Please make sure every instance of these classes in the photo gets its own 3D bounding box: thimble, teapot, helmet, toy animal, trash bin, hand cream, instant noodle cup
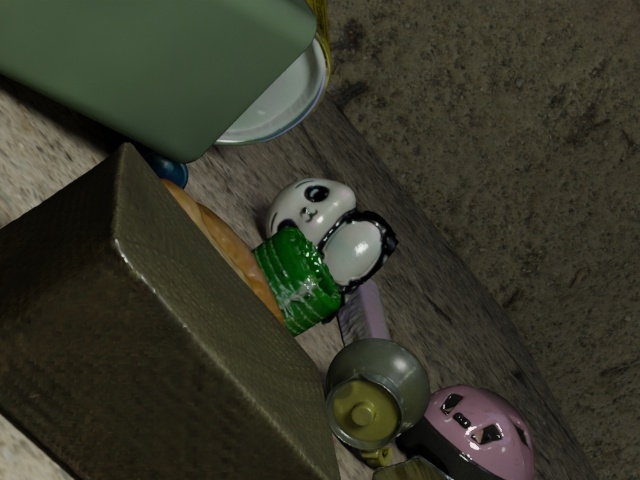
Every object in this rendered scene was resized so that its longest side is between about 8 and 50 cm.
[{"bbox_3d":[-0.037,0.053,1.529,0.118,0.090,0.130,52,11,-23],"label":"thimble"},{"bbox_3d":[0.067,0.203,1.491,0.119,0.130,0.165,-50,138,-64],"label":"teapot"},{"bbox_3d":[0.223,0.285,1.731,0.198,0.154,0.253,40,13,31],"label":"helmet"},{"bbox_3d":[0.000,0.000,1.739,0.179,0.166,0.138,43,-11,-1],"label":"toy animal"},{"bbox_3d":[-0.201,-0.236,1.192,0.343,0.223,0.158,21,33,-50],"label":"trash bin"},{"bbox_3d":[-0.233,-0.161,1.435,0.120,0.061,0.270,44,10,-51],"label":"hand cream"},{"bbox_3d":[-0.124,-0.305,1.722,0.325,0.326,0.254,45,23,-44],"label":"instant noodle cup"}]

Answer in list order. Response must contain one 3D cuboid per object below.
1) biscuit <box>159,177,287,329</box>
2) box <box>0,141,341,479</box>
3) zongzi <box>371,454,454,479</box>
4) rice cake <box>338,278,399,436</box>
[{"bbox_3d":[-0.119,0.053,1.160,0.274,0.091,0.213,46,17,-35],"label":"biscuit"},{"bbox_3d":[-0.121,0.087,0.908,0.273,0.143,0.184,51,11,-27],"label":"box"},{"bbox_3d":[0.158,0.368,1.387,0.221,0.112,0.242,62,4,38],"label":"zongzi"},{"bbox_3d":[0.072,0.151,1.780,0.070,0.064,0.399,44,14,-23],"label":"rice cake"}]
